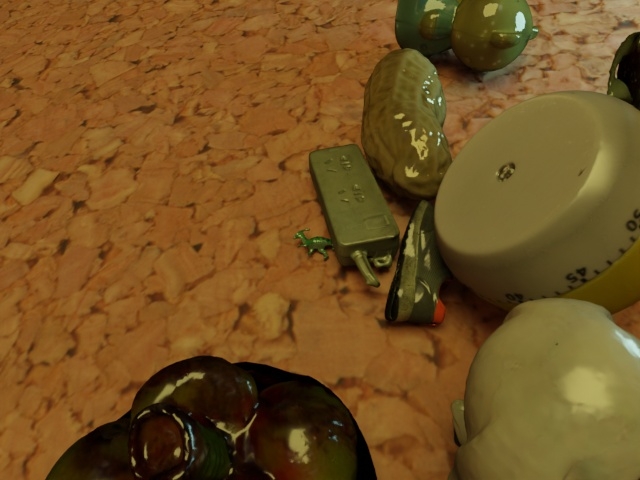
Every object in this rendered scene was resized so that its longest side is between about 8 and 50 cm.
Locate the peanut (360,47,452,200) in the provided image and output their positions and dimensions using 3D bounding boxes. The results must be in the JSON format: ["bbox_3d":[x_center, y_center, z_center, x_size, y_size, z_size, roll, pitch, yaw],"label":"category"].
[{"bbox_3d":[0.146,-0.194,0.776,0.153,0.140,0.325,19,51,-30],"label":"peanut"}]

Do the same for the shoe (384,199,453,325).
[{"bbox_3d":[0.145,0.032,0.635,0.077,0.074,0.194,17,57,7],"label":"shoe"}]

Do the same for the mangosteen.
[{"bbox_3d":[-0.086,0.216,0.375,0.288,0.287,0.233,4,73,12],"label":"mangosteen"}]

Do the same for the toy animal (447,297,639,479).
[{"bbox_3d":[0.201,0.162,0.400,0.174,0.289,0.249,17,35,24],"label":"toy animal"}]

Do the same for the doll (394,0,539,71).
[{"bbox_3d":[0.294,-0.437,0.933,0.261,0.161,0.177,24,37,28],"label":"doll"}]

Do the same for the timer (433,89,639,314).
[{"bbox_3d":[0.305,-0.014,0.559,0.285,0.285,0.285,-5,50,5],"label":"timer"}]

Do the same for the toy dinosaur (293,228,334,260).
[{"bbox_3d":[0.000,0.000,0.710,0.083,0.021,0.062,-24,55,-31],"label":"toy dinosaur"}]

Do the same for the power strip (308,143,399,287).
[{"bbox_3d":[0.051,-0.046,0.708,0.093,0.053,0.288,-11,46,-7],"label":"power strip"}]

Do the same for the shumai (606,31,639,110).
[{"bbox_3d":[0.583,-0.232,0.625,0.395,0.395,0.348,-35,33,-19],"label":"shumai"}]
